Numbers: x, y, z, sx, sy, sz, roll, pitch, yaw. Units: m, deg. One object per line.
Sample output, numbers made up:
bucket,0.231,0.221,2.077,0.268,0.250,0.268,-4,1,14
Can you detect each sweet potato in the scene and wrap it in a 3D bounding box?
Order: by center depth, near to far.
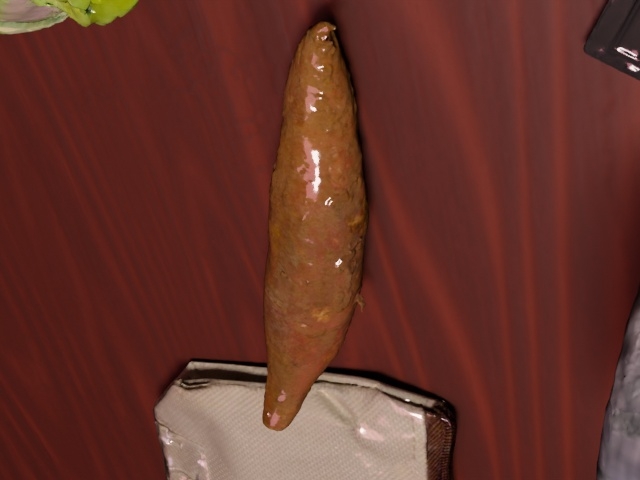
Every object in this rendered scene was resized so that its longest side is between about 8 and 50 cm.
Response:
sweet potato,0.000,0.000,0.724,0.072,0.066,0.314,16,131,8

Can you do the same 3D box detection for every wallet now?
wallet,-0.002,0.228,0.931,0.275,0.068,0.335,8,125,20

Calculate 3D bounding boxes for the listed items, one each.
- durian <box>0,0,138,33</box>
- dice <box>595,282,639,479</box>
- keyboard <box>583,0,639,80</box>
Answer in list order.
durian,-0.119,-0.186,0.603,0.132,0.106,0.375,43,140,-18
dice,0.240,0.084,0.561,0.181,0.183,0.182,13,140,25
keyboard,0.231,-0.070,0.562,0.204,0.013,0.061,28,136,7
